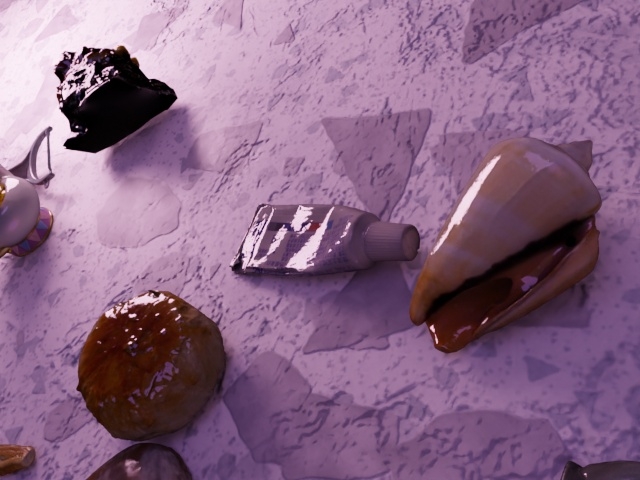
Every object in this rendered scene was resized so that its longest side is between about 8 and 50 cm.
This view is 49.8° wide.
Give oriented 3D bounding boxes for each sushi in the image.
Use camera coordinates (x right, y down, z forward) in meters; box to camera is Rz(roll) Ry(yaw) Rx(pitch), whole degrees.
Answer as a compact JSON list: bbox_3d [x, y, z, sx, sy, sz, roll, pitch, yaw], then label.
[{"bbox_3d":[-0.383,-0.264,1.205,0.172,0.153,0.150,-39,67,29],"label":"sushi"}]

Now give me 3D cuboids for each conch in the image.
[{"bbox_3d":[0.199,-0.002,0.730,0.158,0.127,0.255,48,114,13],"label":"conch"}]

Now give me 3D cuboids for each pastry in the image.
[{"bbox_3d":[-0.217,0.151,0.874,0.182,0.093,0.192,-47,47,-7],"label":"pastry"}]

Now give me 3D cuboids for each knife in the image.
[{"bbox_3d":[-0.594,-0.103,1.292,0.278,0.053,0.123,-22,60,21],"label":"knife"}]

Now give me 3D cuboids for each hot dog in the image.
[{"bbox_3d":[-0.451,0.306,0.956,0.137,0.028,0.044,-9,30,23],"label":"hot dog"}]

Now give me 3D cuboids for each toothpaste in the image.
[{"bbox_3d":[-0.001,0.001,0.873,0.282,0.068,0.099,1,31,42],"label":"toothpaste"}]

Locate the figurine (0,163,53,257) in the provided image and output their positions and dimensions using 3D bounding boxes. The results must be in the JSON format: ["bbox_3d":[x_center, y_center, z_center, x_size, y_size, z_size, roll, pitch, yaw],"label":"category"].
[{"bbox_3d":[-0.567,-0.076,1.116,0.142,0.263,0.190,-24,53,15],"label":"figurine"}]

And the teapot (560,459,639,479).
[{"bbox_3d":[0.232,0.275,0.505,0.149,0.162,0.239,14,93,24],"label":"teapot"}]

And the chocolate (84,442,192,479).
[{"bbox_3d":[-0.206,0.338,0.754,0.157,0.080,0.254,-40,49,2],"label":"chocolate"}]
